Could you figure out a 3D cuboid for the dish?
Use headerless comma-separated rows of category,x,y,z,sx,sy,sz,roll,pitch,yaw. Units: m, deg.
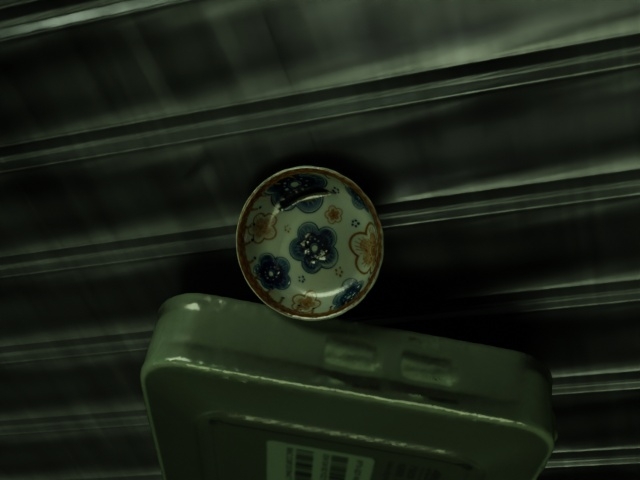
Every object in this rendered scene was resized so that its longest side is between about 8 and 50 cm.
dish,0.000,0.000,0.895,0.141,0.078,0.141,2,95,18

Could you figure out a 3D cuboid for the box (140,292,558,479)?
box,0.021,0.219,1.019,0.397,0.111,0.396,9,145,4
